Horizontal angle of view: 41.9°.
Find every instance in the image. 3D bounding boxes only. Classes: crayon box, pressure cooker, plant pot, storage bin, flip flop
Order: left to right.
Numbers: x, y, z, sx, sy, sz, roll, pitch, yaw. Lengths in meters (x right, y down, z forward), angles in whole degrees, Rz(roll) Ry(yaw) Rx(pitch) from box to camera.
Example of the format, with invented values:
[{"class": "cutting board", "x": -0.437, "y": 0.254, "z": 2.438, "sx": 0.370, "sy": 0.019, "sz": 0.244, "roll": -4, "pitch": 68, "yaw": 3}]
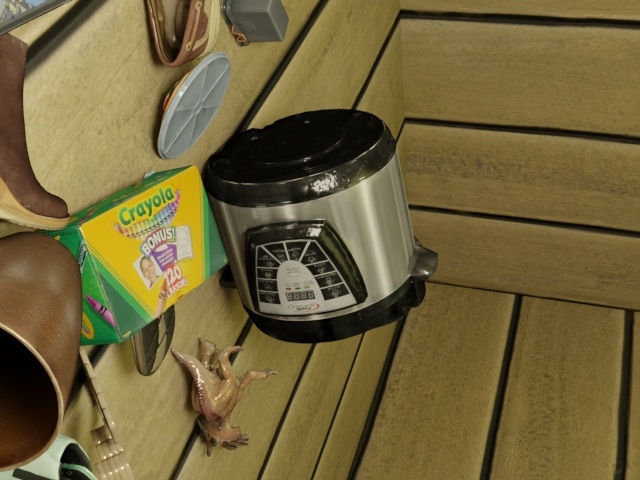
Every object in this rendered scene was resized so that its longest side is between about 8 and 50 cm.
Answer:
[{"class": "plant pot", "x": -0.351, "y": 0.092, "z": 0.912, "sx": 0.230, "sy": 0.216, "sz": 0.215, "roll": -83, "pitch": 172, "yaw": -60}, {"class": "flip flop", "x": -0.297, "y": 0.077, "z": 1.264, "sx": 0.112, "sy": 0.080, "sz": 0.277, "roll": -58, "pitch": 135, "yaw": -55}, {"class": "crayon box", "x": -0.254, "y": 0.012, "z": 1.185, "sx": 0.278, "sy": 0.081, "sz": 0.165, "roll": -42, "pitch": 119, "yaw": -57}, {"class": "storage bin", "x": -0.121, "y": -0.425, "z": 1.585, "sx": 0.135, "sy": 0.091, "sz": 0.098, "roll": 55, "pitch": 45, "yaw": -65}, {"class": "pressure cooker", "x": 0.003, "y": -0.003, "z": 1.605, "sx": 0.376, "sy": 0.370, "sz": 0.420, "roll": -26, "pitch": 120, "yaw": -22}]

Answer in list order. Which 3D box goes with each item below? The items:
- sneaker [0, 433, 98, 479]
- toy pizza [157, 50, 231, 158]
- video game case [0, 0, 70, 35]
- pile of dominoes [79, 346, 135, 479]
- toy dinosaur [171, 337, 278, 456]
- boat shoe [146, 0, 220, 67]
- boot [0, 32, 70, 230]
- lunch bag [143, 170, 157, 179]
[{"class": "sneaker", "x": -0.351, "y": 0.343, "z": 1.055, "sx": 0.094, "sy": 0.151, "sz": 0.255, "roll": -60, "pitch": 153, "yaw": -56}, {"class": "toy pizza", "x": -0.214, "y": -0.225, "z": 1.379, "sx": 0.201, "sy": 0.032, "sz": 0.201, "roll": -57, "pitch": 173, "yaw": -11}, {"class": "video game case", "x": -0.354, "y": -0.354, "z": 0.845, "sx": 0.248, "sy": 0.035, "sz": 0.274, "roll": -59, "pitch": 139, "yaw": -54}, {"class": "pile of dominoes", "x": -0.309, "y": 0.241, "z": 1.139, "sx": 0.040, "sy": 0.251, "sz": 0.195, "roll": -21, "pitch": 128, "yaw": -19}, {"class": "toy dinosaur", "x": -0.200, "y": 0.307, "z": 1.607, "sx": 0.200, "sy": 0.127, "sz": 0.295, "roll": -69, "pitch": 154, "yaw": -18}, {"class": "boat shoe", "x": -0.215, "y": -0.425, "z": 1.235, "sx": 0.123, "sy": 0.123, "sz": 0.341, "roll": -56, "pitch": 155, "yaw": -59}, {"class": "boot", "x": -0.351, "y": -0.124, "z": 0.951, "sx": 0.248, "sy": 0.090, "sz": 0.206, "roll": 24, "pitch": 76, "yaw": -69}, {"class": "lunch bag", "x": -0.250, "y": -0.069, "z": 1.349, "sx": 0.053, "sy": 0.071, "sz": 0.083, "roll": -51, "pitch": 147, "yaw": -53}]
